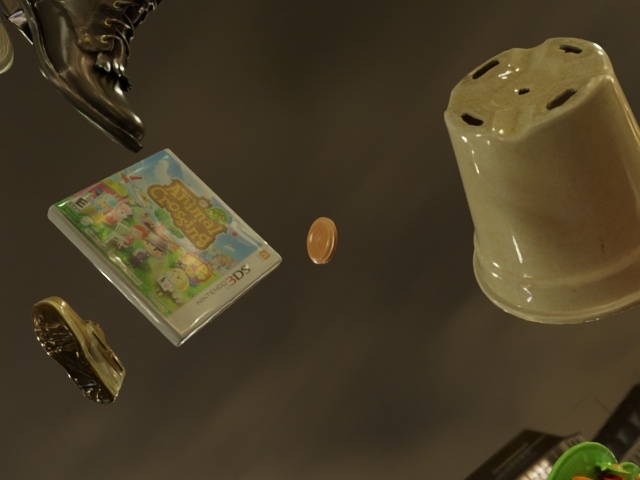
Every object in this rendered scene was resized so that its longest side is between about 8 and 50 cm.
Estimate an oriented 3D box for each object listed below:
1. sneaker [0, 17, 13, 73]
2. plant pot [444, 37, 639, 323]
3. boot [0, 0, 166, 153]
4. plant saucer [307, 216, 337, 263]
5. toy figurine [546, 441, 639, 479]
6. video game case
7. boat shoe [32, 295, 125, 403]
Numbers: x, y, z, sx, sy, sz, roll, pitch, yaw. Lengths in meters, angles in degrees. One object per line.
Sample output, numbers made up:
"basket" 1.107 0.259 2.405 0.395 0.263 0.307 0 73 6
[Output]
"sneaker" -0.380 -0.216 0.759 0.058 0.152 0.084 -45 -5 -32
"plant pot" 0.335 -0.105 1.034 0.334 0.334 0.305 -36 -56 -6
"boot" -0.190 -0.246 0.735 0.229 0.263 0.091 -36 -9 -3
"plant saucer" 0.000 0.000 1.269 0.013 0.083 0.083 6 -57 -34
"toy figurine" 0.370 0.313 0.806 0.173 0.159 0.130 7 -90 -29
"video game case" -0.177 -0.002 0.855 0.193 0.212 0.023 -40 -9 -47
"boat shoe" -0.243 0.106 0.730 0.050 0.045 0.135 -6 -57 22
